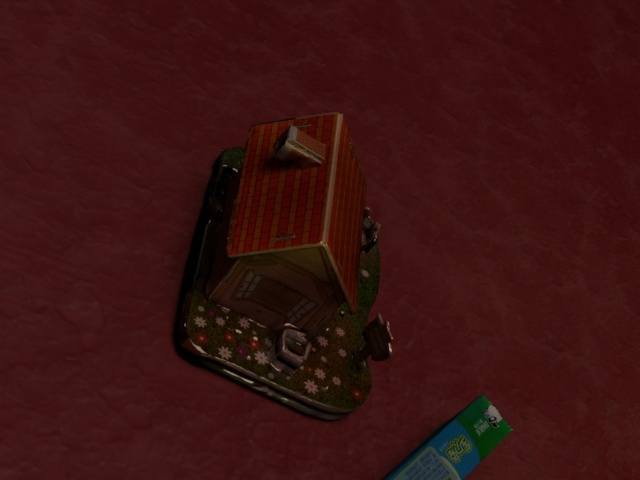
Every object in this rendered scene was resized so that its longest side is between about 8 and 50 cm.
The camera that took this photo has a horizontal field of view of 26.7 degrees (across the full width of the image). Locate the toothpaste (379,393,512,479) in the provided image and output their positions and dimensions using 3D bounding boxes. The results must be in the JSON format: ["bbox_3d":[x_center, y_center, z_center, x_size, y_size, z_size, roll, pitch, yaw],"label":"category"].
[{"bbox_3d":[0.083,0.225,1.222,0.050,0.065,0.266,49,39,9],"label":"toothpaste"}]

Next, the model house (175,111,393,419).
[{"bbox_3d":[-0.001,-0.001,1.292,0.207,0.154,0.294,26,41,-17],"label":"model house"}]
